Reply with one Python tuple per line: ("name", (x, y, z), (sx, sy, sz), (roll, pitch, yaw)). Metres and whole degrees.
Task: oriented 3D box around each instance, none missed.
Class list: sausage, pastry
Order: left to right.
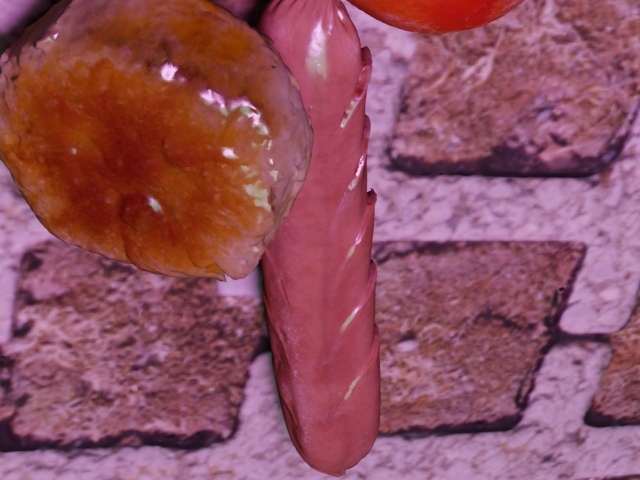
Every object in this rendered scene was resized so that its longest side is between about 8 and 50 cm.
("pastry", (-0.100, -0.068, 1.003), (0.192, 0.093, 0.182), (20, 132, 3))
("sausage", (-0.002, 0.000, 1.134), (0.088, 0.088, 0.433), (-12, 129, -12))

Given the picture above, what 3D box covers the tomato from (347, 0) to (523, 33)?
("tomato", (0.063, -0.230, 0.914), (0.232, 0.188, 0.232), (-10, 126, -14))
